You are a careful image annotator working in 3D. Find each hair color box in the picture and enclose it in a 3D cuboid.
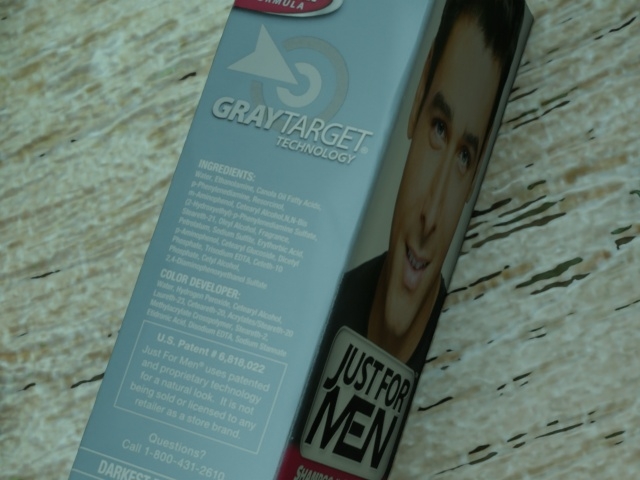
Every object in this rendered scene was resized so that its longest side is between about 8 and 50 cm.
[{"bbox_3d":[0.000,0.000,0.829,0.114,0.185,0.374,15,81,21],"label":"hair color box"}]
